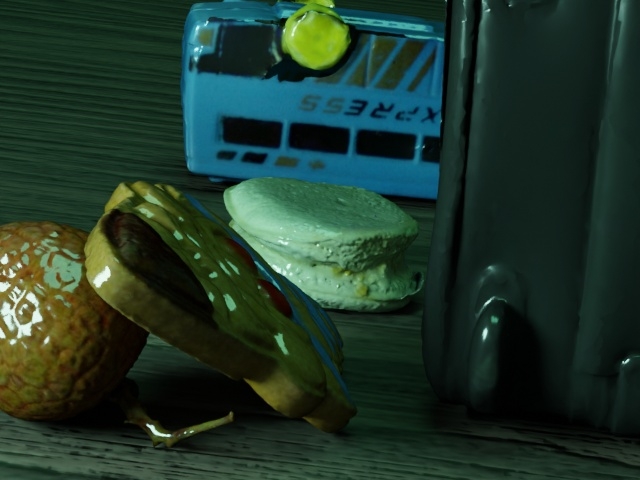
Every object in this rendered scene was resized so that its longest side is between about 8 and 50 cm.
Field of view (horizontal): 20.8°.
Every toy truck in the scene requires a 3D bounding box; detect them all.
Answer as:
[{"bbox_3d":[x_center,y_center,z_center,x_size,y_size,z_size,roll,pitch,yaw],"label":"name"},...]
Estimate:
[{"bbox_3d":[0.072,-0.122,1.482,0.385,0.162,0.161,5,15,-7],"label":"toy truck"}]

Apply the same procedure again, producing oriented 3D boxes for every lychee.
[{"bbox_3d":[-0.129,0.054,0.895,0.101,0.140,0.114,-17,-10,-26],"label":"lychee"}]

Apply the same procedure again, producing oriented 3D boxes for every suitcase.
[{"bbox_3d":[0.170,-0.084,1.011,0.188,0.345,0.339,5,17,11],"label":"suitcase"}]

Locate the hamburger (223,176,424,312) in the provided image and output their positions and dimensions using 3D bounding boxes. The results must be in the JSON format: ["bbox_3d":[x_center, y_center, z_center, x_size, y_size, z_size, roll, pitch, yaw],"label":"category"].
[{"bbox_3d":[0.000,0.000,1.180,0.133,0.062,0.140,-1,19,-30],"label":"hamburger"}]

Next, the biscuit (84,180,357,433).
[{"bbox_3d":[-0.051,0.027,0.925,0.183,0.043,0.280,45,5,20],"label":"biscuit"}]
